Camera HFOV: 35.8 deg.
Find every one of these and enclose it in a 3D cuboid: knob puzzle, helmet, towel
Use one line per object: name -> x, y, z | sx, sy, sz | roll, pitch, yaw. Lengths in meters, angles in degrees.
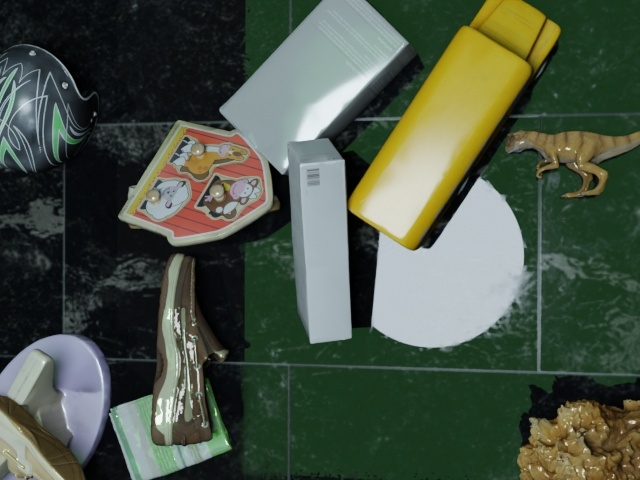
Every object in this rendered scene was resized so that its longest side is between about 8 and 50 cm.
knob puzzle -> -0.150, -0.076, 1.301 | 0.213, 0.030, 0.213 | -6, 56, 9
helmet -> -0.394, -0.176, 1.343 | 0.169, 0.161, 0.169 | 0, 90, 12
towel -> -0.208, 0.264, 1.380 | 0.152, 0.023, 0.113 | -21, 88, 9

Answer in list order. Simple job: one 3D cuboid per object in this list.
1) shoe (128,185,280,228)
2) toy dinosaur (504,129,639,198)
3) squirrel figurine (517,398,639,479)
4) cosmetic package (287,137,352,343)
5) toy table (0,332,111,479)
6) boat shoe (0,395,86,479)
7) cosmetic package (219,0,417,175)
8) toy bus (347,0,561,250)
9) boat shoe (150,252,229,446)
shoe -> -0.162, -0.053, 1.338 | 0.219, 0.076, 0.058 | -4, 96, 14
toy dinosaur -> 0.339, -0.111, 1.241 | 0.211, 0.064, 0.112 | -2, 89, 11
squirrel figurine -> 0.379, 0.378, 1.167 | 0.370, 0.281, 0.397 | -27, 70, 21
cosmetic package -> 0.000, 0.000, 1.248 | 0.060, 0.099, 0.239 | -8, 113, -11
toy table -> -0.409, 0.260, 1.349 | 0.252, 0.161, 0.274 | 19, 93, 11
boat shoe -> -0.363, 0.267, 1.231 | 0.170, 0.063, 0.059 | 40, 98, 18
cosmetic package -> -0.002, -0.207, 1.294 | 0.238, 0.107, 0.127 | -44, 82, 11
toy bus -> 0.169, -0.153, 1.242 | 0.108, 0.130, 0.333 | 34, 97, 10
boat shoe -> -0.170, 0.147, 1.334 | 0.095, 0.095, 0.257 | 3, 83, -3
